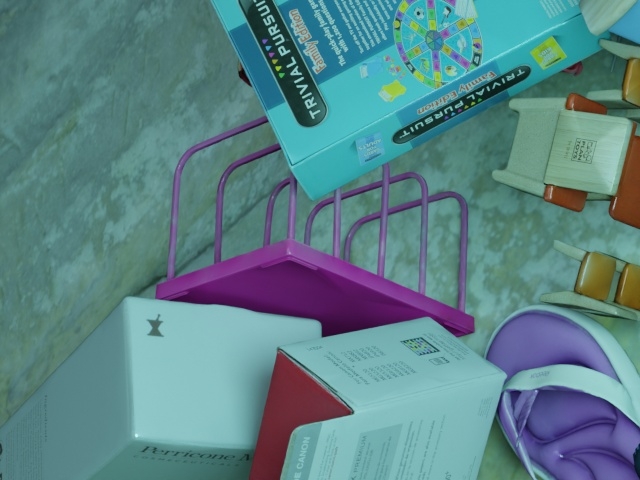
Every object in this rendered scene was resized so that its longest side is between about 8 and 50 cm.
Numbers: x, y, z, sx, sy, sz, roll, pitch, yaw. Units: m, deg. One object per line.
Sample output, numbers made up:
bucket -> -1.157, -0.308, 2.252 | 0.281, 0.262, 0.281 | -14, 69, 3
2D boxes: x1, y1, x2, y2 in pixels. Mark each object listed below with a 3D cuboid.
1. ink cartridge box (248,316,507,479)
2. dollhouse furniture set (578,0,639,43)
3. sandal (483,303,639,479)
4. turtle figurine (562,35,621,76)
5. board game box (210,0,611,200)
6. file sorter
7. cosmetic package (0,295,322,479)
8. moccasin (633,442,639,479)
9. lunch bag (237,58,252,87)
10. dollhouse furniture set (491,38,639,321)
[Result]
ink cartridge box -> 0.014, 0.254, 1.746 | 0.130, 0.271, 0.309 | 36, 123, 41
dollhouse furniture set -> 0.395, -0.158, 1.456 | 0.286, 0.198, 0.303 | -53, 33, 34
sandal -> 0.242, 0.185, 1.684 | 0.169, 0.102, 0.416 | -66, 30, 19
turtle figurine -> 0.239, -0.270, 1.885 | 0.118, 0.175, 0.234 | -46, 36, 48
board game box -> 0.082, -0.228, 1.766 | 0.336, 0.079, 0.254 | -28, 60, 4
file sorter -> 0.000, 0.000, 1.919 | 0.202, 0.290, 0.182 | -18, 60, 40
cosmetic package -> -0.193, 0.229, 1.980 | 0.453, 0.230, 0.162 | -43, 46, 53
moccasin -> 0.417, 0.113, 1.526 | 0.342, 0.138, 0.117 | -27, 57, -3
lunch bag -> 0.048, -0.237, 1.978 | 0.293, 0.258, 0.120 | -20, 62, 39
dollhouse furniture set -> 0.292, -0.057, 1.659 | 0.135, 0.259, 0.262 | 13, 88, 42
